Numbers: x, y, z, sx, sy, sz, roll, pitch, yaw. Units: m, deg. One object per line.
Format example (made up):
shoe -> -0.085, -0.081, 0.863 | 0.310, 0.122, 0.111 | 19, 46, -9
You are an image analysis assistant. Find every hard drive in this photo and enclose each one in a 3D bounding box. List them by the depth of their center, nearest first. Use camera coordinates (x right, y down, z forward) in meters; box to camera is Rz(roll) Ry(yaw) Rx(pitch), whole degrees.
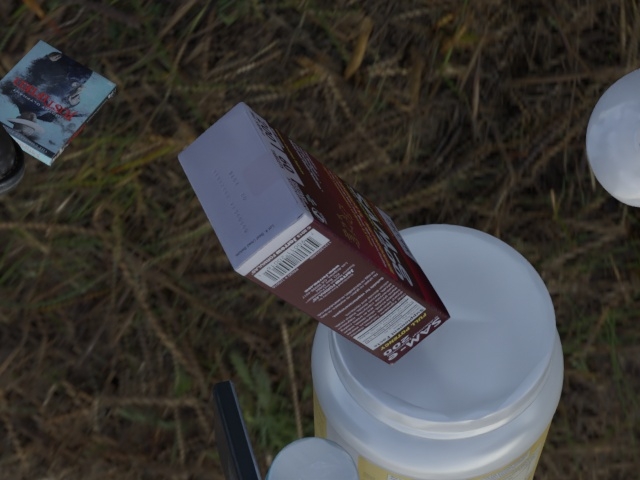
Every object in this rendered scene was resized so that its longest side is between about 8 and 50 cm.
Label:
hard drive -> -0.074, 0.208, 1.257 | 0.022, 0.135, 0.094 | -11, 138, -12

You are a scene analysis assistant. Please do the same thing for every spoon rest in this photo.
spoon rest -> 0.385, -0.153, 1.434 | 0.276, 0.084, 0.137 | -46, 105, -6

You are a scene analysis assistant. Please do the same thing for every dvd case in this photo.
dvd case -> -0.254, -0.128, 1.270 | 0.087, 0.119, 0.013 | 31, 140, 2

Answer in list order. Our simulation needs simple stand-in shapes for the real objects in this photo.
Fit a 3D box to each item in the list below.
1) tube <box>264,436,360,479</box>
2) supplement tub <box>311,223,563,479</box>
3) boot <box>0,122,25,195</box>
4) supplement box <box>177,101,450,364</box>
tube -> -0.017, 0.167, 0.867 | 0.080, 0.207, 0.052 | -29, 78, -15
supplement tub -> 0.112, 0.155, 1.377 | 0.241, 0.241, 0.331 | 8, 150, 5
boot -> -0.278, -0.170, 0.877 | 0.263, 0.091, 0.229 | 42, 140, 17
supplement box -> 0.000, 0.000, 1.114 | 0.073, 0.130, 0.239 | -39, 144, 12
